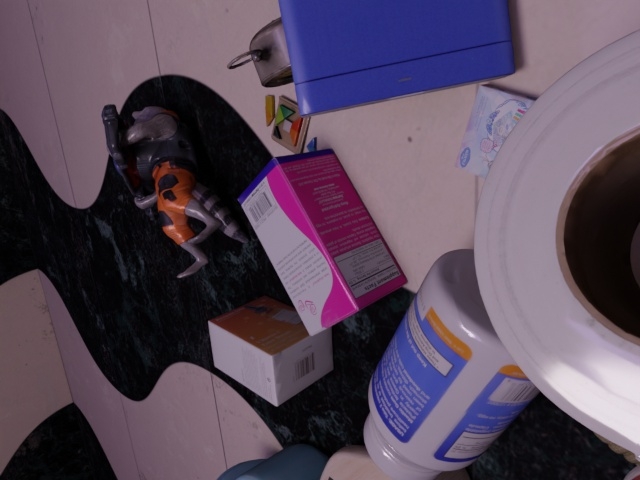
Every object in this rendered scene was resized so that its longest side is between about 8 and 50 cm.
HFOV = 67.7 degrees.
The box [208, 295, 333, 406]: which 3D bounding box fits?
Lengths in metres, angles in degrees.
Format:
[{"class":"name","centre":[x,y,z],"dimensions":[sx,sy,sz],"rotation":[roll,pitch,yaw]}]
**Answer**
[{"class":"box","centre":[-0.083,0.174,0.794],"dimensions":[0.170,0.130,0.091],"rotation":[15,116,42]}]

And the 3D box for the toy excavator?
[{"class":"toy excavator","centre":[-0.008,0.449,0.787],"dimensions":[0.433,0.222,0.445],"rotation":[24,113,37]}]

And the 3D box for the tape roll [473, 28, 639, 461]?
[{"class":"tape roll","centre":[0.248,0.004,0.302],"dimensions":[0.246,0.169,0.246],"rotation":[-8,78,44]}]

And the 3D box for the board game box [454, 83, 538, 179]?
[{"class":"board game box","centre":[0.191,-0.102,0.484],"dimensions":[0.090,0.020,0.090],"rotation":[32,127,33]}]

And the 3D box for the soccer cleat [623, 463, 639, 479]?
[{"class":"soccer cleat","centre":[0.320,0.177,0.249],"dimensions":[0.318,0.116,0.109],"rotation":[-27,76,46]}]

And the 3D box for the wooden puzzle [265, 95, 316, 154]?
[{"class":"wooden puzzle","centre":[-0.048,-0.170,0.710],"dimensions":[0.116,0.014,0.079],"rotation":[30,125,35]}]

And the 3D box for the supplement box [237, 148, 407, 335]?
[{"class":"supplement box","centre":[0.000,0.000,0.654],"dimensions":[0.111,0.114,0.220],"rotation":[-37,76,46]}]

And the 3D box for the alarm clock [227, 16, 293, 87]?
[{"class":"alarm clock","centre":[-0.029,-0.219,0.538],"dimensions":[0.129,0.192,0.064],"rotation":[-8,110,47]}]

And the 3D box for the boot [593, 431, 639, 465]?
[{"class":"boot","centre":[0.364,0.147,0.352],"dimensions":[0.203,0.095,0.262],"rotation":[46,135,26]}]

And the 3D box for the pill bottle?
[{"class":"pill bottle","centre":[0.143,0.156,0.537],"dimensions":[0.152,0.152,0.272],"rotation":[42,131,27]}]

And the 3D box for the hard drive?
[{"class":"hard drive","centre":[0.053,-0.296,0.442],"dimensions":[0.210,0.040,0.319],"rotation":[-10,101,3]}]

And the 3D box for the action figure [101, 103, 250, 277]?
[{"class":"action figure","centre":[-0.274,-0.104,0.910],"dimensions":[0.341,0.178,0.330],"rotation":[115,133,-70]}]
